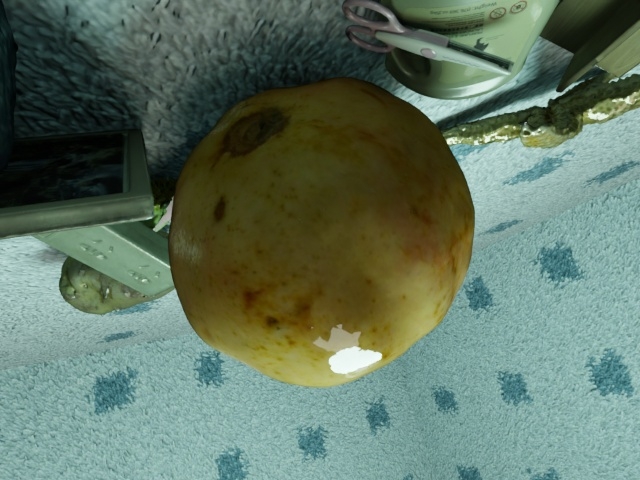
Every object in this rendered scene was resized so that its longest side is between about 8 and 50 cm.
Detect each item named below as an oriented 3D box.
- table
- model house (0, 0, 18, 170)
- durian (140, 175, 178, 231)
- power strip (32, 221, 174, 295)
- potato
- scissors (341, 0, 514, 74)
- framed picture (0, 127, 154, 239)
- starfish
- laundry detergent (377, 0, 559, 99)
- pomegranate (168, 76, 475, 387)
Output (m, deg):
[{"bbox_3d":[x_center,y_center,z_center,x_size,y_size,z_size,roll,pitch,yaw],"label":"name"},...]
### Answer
[{"bbox_3d":[0.363,-0.276,0.504,0.166,0.167,0.227,-15,173,-3],"label":"table"},{"bbox_3d":[-0.312,-0.152,0.190,0.252,0.185,0.291,-5,157,-25],"label":"model house"},{"bbox_3d":[-0.289,-0.051,0.704,0.220,0.096,0.137,-27,-163,28],"label":"durian"},{"bbox_3d":[-0.311,-0.012,0.606,0.093,0.053,0.288,-23,139,22],"label":"power strip"},{"bbox_3d":[-0.389,0.063,0.887,0.261,0.165,0.165,-12,164,-2],"label":"potato"},{"bbox_3d":[0.105,-0.196,0.436,0.175,0.022,0.085,21,178,8],"label":"scissors"},{"bbox_3d":[-0.285,-0.063,0.407,0.240,0.021,0.324,-10,-154,-18],"label":"framed picture"},{"bbox_3d":[0.367,-0.193,0.699,0.431,0.083,0.324,-18,-163,2],"label":"starfish"},{"bbox_3d":[0.160,-0.237,0.498,0.180,0.091,0.253,-6,167,14],"label":"laundry detergent"},{"bbox_3d":[0.000,0.000,0.599,0.410,0.412,0.411,-15,164,-4],"label":"pomegranate"}]
